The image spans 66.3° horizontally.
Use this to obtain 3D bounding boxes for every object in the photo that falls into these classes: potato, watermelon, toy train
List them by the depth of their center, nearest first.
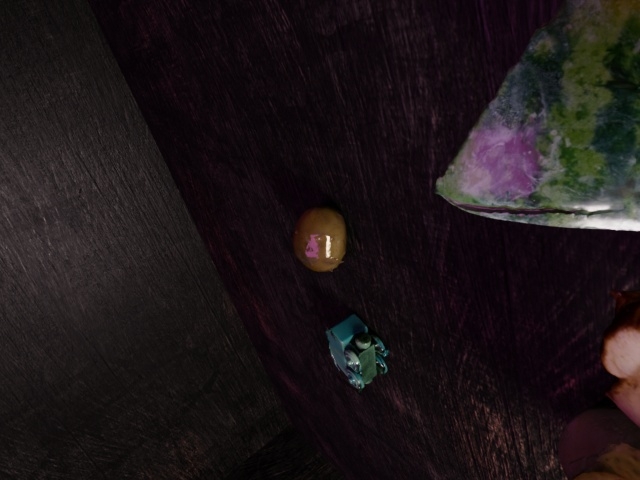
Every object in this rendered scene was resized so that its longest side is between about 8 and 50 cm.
[{"bbox_3d":[0.260,-0.134,0.452,0.231,0.310,0.193,27,-176,-46],"label":"watermelon"},{"bbox_3d":[0.000,0.000,1.172,0.137,0.137,0.176,34,144,42],"label":"potato"},{"bbox_3d":[0.100,0.312,1.377,0.163,0.112,0.203,44,152,41],"label":"toy train"}]

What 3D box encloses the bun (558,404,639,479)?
[{"bbox_3d":[0.459,0.357,0.708,0.239,0.141,0.239,40,149,30],"label":"bun"}]

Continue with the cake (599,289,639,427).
[{"bbox_3d":[0.422,0.129,0.457,0.293,0.198,0.196,47,159,32],"label":"cake"}]

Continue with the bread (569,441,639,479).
[{"bbox_3d":[0.353,0.400,0.564,0.236,0.165,0.375,47,160,35],"label":"bread"}]
